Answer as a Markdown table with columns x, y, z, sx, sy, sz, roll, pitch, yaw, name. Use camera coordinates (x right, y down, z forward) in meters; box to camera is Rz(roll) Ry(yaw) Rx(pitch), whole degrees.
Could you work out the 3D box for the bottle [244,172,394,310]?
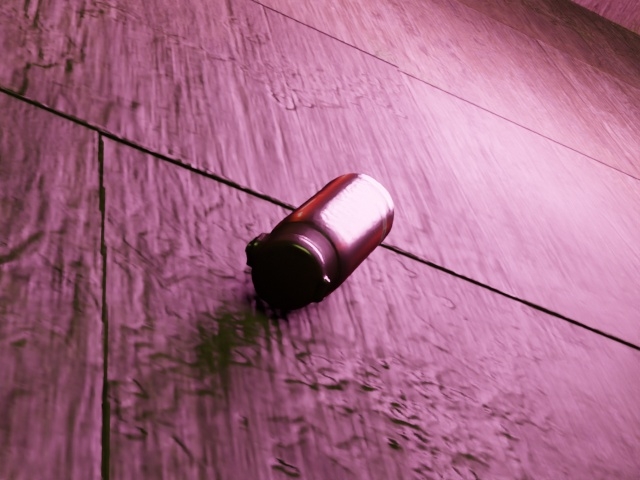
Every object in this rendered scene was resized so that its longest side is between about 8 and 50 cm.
| x | y | z | sx | sy | sz | roll | pitch | yaw | name |
| --- | --- | --- | --- | --- | --- | --- | --- | --- | --- |
| 0.000 | 0.000 | 0.863 | 0.060 | 0.060 | 0.164 | 32 | 22 | 6 | bottle |
